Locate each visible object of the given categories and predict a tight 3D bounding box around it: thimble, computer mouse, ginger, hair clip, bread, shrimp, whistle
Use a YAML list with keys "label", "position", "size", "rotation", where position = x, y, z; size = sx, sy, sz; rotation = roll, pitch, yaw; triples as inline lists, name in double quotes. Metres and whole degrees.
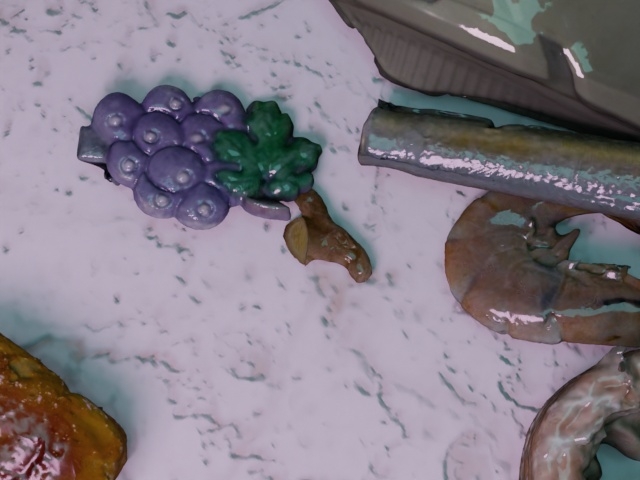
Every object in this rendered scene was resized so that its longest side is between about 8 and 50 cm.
- label: "thimble"
  position: [0.266, 0.182, 1.368]
  size: [0.229, 0.148, 0.196]
  rotation: [20, 84, 5]
- label: "computer mouse"
  position: [0.190, -0.210, 1.419]
  size: [0.429, 0.145, 0.228]
  rotation: [19, 81, 3]
- label: "ginger"
  position: [-0.001, 0.000, 1.450]
  size: [0.048, 0.030, 0.097]
  rotation: [-39, 83, -5]
- label: "hair clip"
  position: [-0.096, -0.062, 1.454]
  size: [0.195, 0.052, 0.124]
  rotation: [3, 69, -3]
- label: "bread"
  position: [-0.316, 0.251, 1.386]
  size: [0.185, 0.109, 0.380]
  rotation: [35, 86, 4]
- label: "shrimp"
  position: [0.225, 0.016, 1.433]
  size: [0.254, 0.059, 0.145]
  rotation: [1, 67, 8]
- label: "whistle"
  position: [0.190, -0.054, 1.412]
  size: [0.326, 0.057, 0.068]
  rotation: [12, 52, 12]
